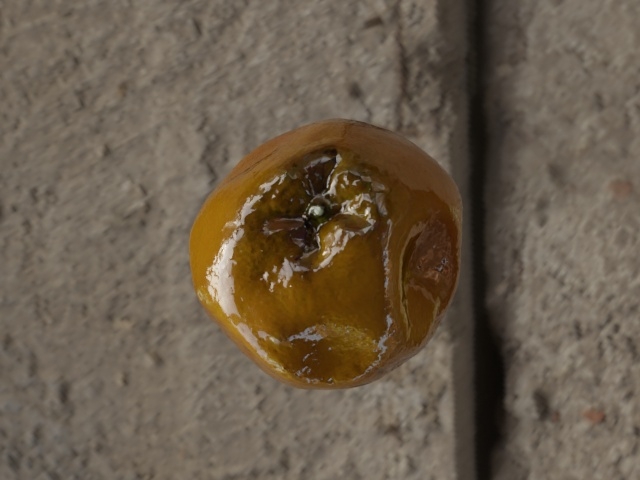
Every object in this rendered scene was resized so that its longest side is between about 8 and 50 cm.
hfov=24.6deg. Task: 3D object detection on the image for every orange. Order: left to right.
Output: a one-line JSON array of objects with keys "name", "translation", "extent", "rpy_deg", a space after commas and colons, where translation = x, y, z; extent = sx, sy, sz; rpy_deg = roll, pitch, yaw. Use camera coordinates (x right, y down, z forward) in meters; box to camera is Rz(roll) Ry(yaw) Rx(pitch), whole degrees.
[{"name": "orange", "translation": [0.000, 0.000, 1.276], "extent": [0.249, 0.249, 0.183], "rpy_deg": [20, 155, 19]}]
